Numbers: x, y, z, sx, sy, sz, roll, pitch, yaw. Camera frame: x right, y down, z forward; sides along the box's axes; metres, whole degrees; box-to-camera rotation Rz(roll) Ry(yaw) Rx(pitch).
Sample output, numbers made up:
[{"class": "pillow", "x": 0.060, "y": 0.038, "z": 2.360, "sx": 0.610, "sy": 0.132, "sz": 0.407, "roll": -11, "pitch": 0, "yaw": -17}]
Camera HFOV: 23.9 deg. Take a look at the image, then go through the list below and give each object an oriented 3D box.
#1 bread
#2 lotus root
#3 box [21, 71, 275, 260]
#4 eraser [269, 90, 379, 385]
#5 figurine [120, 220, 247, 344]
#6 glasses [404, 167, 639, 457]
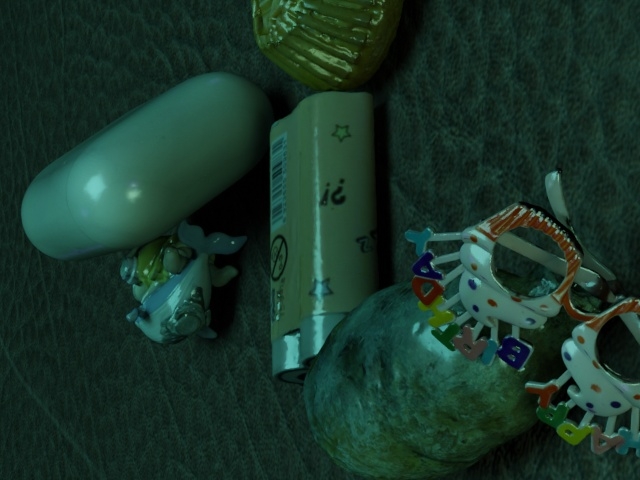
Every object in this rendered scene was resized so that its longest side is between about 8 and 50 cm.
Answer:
[{"class": "bread", "x": 0.006, "y": -0.278, "z": 1.641, "sx": 0.240, "sy": 0.139, "sz": 0.240, "roll": -16, "pitch": 72, "yaw": 62}, {"class": "lotus root", "x": 0.103, "y": 0.113, "z": 1.320, "sx": 0.349, "sy": 0.175, "sz": 0.175, "roll": -36, "pitch": 51, "yaw": 49}, {"class": "box", "x": -0.224, "y": -0.089, "z": 1.916, "sx": 0.141, "sy": 0.289, "sz": 0.349, "roll": 58, "pitch": 154, "yaw": -10}, {"class": "eraser", "x": 0.000, "y": 0.000, "z": 1.639, "sx": 0.171, "sy": 0.087, "sz": 0.290, "roll": 145, "pitch": 128, "yaw": -59}, {"class": "figurine", "x": -0.184, "y": 0.047, "z": 1.950, "sx": 0.208, "sy": 0.128, "sz": 0.184, "roll": -52, "pitch": 36, "yaw": 31}, {"class": "glasses", "x": 0.182, "y": 0.055, "z": 1.170, "sx": 0.162, "sy": 0.255, "sz": 0.095, "roll": -53, "pitch": -7, "yaw": 32}]
